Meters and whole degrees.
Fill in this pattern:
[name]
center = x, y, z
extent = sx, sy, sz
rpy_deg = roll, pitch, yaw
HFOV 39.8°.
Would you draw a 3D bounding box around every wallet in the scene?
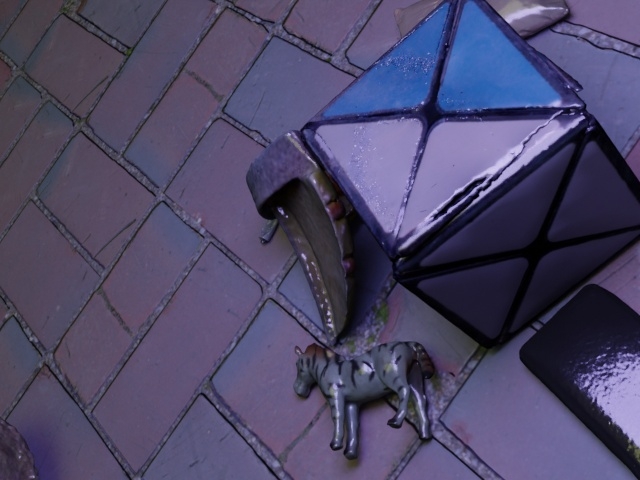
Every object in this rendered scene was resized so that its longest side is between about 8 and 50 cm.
[wallet]
center = 0.367, 0.170, 1.071
extent = 0.149, 0.044, 0.250
rpy_deg = -47, 47, 4

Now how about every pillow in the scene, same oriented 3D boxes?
[pillow]
center = 0.250, -0.364, 1.418
extent = 0.270, 0.067, 0.173
rpy_deg = -25, 60, 26

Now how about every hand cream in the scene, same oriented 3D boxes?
[hand cream]
center = -0.083, -0.036, 1.542
extent = 0.030, 0.019, 0.093
rpy_deg = 12, 74, 39

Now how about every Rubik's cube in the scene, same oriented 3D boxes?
[Rubik's cube]
center = 0.199, -0.089, 1.151
extent = 0.307, 0.310, 0.305
rpy_deg = -40, 50, 12

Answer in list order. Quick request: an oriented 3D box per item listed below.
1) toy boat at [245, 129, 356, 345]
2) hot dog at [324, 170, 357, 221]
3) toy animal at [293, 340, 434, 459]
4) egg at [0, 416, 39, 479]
[toy boat]
center = -0.011, -0.030, 1.311
extent = 0.111, 0.276, 0.293
rpy_deg = -26, 67, -19
[hot dog]
center = 0.041, -0.111, 1.429
extent = 0.146, 0.103, 0.213
rpy_deg = 34, 109, 45
[toy animal]
center = 0.047, 0.224, 1.264
extent = 0.255, 0.090, 0.170
rpy_deg = -4, 62, 33
[egg]
center = -0.639, 0.444, 1.571
extent = 0.279, 0.279, 0.310
rpy_deg = -12, 86, 33
